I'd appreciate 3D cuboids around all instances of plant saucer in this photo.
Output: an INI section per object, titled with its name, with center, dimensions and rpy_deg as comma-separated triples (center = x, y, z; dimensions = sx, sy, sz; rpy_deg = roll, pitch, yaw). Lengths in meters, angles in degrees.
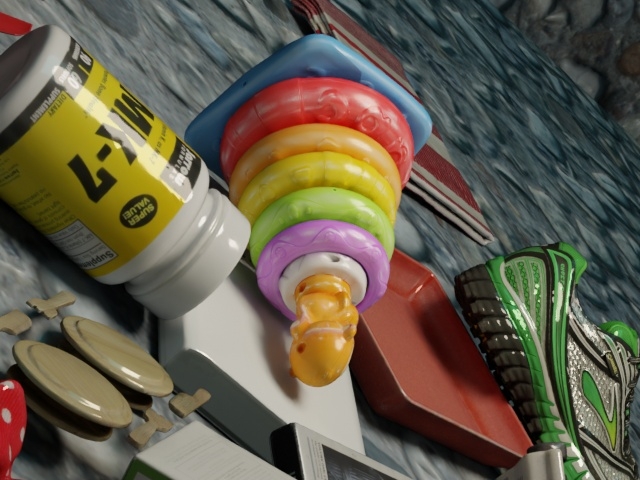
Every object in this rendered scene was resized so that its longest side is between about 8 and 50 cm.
[plant saucer]
center = 0.078, 0.095, 1.844
dimensions = 0.259, 0.047, 0.258
rpy_deg = 29, 26, -50

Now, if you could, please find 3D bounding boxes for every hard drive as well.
[hard drive]
center = -0.051, 0.070, 1.579
dimensions = 0.203, 0.040, 0.307
rpy_deg = 42, 18, -25

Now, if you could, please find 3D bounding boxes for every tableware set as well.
[tableware set]
center = -0.151, 0.093, 1.266
dimensions = 0.128, 0.039, 0.194
rpy_deg = 35, 10, 5

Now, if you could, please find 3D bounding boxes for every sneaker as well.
[sneaker]
center = 0.265, 0.161, 1.927
dimensions = 0.134, 0.146, 0.344
rpy_deg = -178, -118, -87

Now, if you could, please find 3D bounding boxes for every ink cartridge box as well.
[ink cartridge box]
center = -0.021, 0.195, 1.211
dimensions = 0.209, 0.062, 0.109
rpy_deg = 29, 13, 12

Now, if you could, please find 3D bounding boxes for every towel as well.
[towel]
center = 0.089, -0.153, 2.451
dimensions = 0.237, 0.037, 0.329
rpy_deg = 33, 25, -49

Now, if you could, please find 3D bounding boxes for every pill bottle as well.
[pill bottle]
center = -0.156, -0.045, 1.416
dimensions = 0.208, 0.119, 0.119
rpy_deg = 43, 18, -22

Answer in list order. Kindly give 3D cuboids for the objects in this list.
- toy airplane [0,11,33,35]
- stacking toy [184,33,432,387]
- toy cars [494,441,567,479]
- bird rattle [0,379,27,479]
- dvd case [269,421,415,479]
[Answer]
[toy airplane]
center = -0.286, -0.157, 1.389
dimensions = 0.151, 0.151, 0.028
rpy_deg = -112, -163, -47
[stacking toy]
center = 0.000, 0.000, 1.574
dimensions = 0.165, 0.175, 0.302
rpy_deg = 36, 32, -32
[toy cars]
center = 0.172, 0.278, 1.612
dimensions = 0.394, 0.087, 0.177
rpy_deg = -83, 166, -70
[bird rattle]
center = -0.141, 0.192, 1.017
dimensions = 0.253, 0.143, 0.207
rpy_deg = 47, -1, 40
[dvd case]
center = 0.054, 0.246, 1.419
dimensions = 0.238, 0.029, 0.179
rpy_deg = 31, 39, -47
